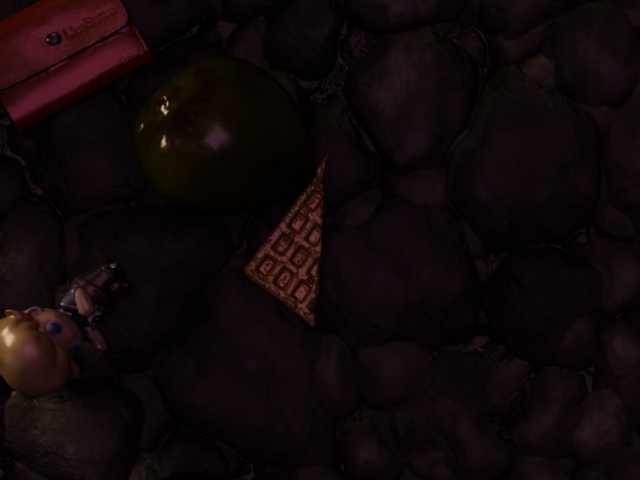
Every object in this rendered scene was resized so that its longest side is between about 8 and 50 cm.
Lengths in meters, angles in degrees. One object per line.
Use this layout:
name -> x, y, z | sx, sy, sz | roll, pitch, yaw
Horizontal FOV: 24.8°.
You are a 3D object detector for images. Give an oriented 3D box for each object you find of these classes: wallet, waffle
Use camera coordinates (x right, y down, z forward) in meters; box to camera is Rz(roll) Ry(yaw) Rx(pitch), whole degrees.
wallet -> -0.336, -0.247, 1.881 | 0.204, 0.045, 0.142 | -30, 84, -8
waffle -> 0.000, 0.000, 1.872 | 0.125, 0.032, 0.191 | 37, 82, 4

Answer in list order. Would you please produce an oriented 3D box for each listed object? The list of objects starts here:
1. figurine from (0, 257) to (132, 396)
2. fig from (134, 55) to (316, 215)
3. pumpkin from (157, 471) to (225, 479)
figurine -> -0.314, 0.109, 1.805 | 0.196, 0.114, 0.108 | -38, 62, -19
fig -> -0.111, -0.113, 1.816 | 0.225, 0.203, 0.203 | 32, 79, -30
pumpkin -> -0.149, 0.373, 1.745 | 0.194, 0.150, 0.194 | -1, 75, 5
